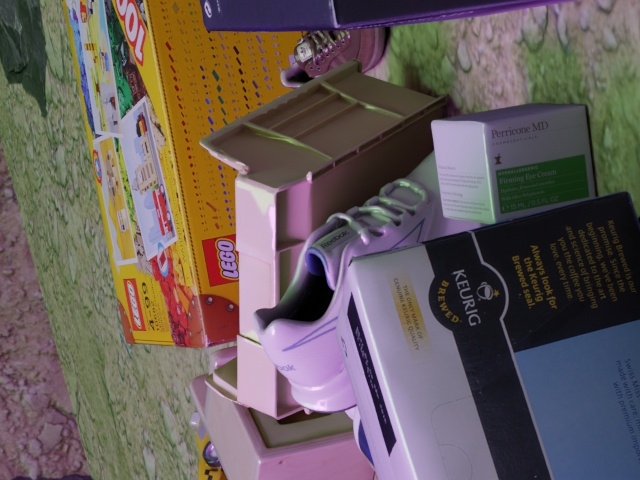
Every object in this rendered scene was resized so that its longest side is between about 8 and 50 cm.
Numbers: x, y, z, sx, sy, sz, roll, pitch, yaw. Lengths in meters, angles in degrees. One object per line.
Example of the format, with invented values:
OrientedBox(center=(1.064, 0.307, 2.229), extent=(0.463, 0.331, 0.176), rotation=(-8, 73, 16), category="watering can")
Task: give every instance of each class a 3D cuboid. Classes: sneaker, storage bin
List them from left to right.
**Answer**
OrientedBox(center=(0.000, 0.000, 1.835), extent=(0.123, 0.260, 0.262), rotation=(21, 125, 32), category="storage bin")
OrientedBox(center=(0.013, -0.197, 1.992), extent=(0.188, 0.071, 0.066), rotation=(126, 131, -64), category="sneaker")
OrientedBox(center=(0.059, 0.013, 1.705), extent=(0.111, 0.297, 0.129), rotation=(25, 163, 46), category="sneaker")

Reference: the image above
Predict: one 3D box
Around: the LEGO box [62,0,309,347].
OrientedBox(center=(-0.146, -0.136, 2.278), extent=(0.372, 0.193, 0.500), rotation=(173, 86, -70), category="LEGO box")

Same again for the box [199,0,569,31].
OrientedBox(center=(0.080, -0.258, 1.443), extent=(0.294, 0.296, 0.182), rotation=(-167, 68, -69), category="box")

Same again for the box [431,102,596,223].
OrientedBox(center=(0.162, -0.066, 1.607), extent=(0.102, 0.101, 0.087), rotation=(-171, 71, -67), category="box")

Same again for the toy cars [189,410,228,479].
OrientedBox(center=(-0.105, 0.338, 2.431), extent=(0.087, 0.176, 0.393), rotation=(4, 106, 33), category="toy cars")

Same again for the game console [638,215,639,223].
OrientedBox(center=(0.342, 0.100, 1.293), extent=(0.342, 0.060, 0.386), rotation=(117, 139, -68), category="game console")

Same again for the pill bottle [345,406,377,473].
OrientedBox(center=(0.123, 0.180, 1.734), extent=(0.264, 0.153, 0.153), rotation=(49, 145, 44), category="pill bottle")

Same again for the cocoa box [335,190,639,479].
OrientedBox(center=(0.169, 0.174, 1.478), extent=(0.231, 0.228, 0.347), rotation=(98, 157, -73), category="cocoa box")

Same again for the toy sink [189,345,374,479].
OrientedBox(center=(-0.047, 0.195, 2.245), extent=(0.131, 0.153, 0.234), rotation=(98, 154, -42), category="toy sink")
